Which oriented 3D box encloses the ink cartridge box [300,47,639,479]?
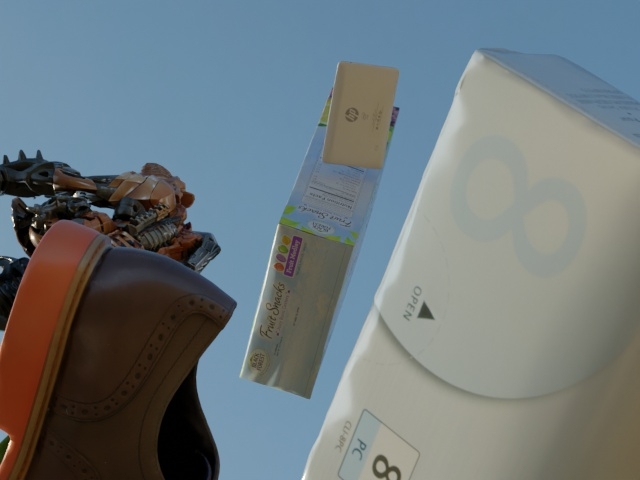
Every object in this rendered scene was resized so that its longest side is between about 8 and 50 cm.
[{"bbox_3d":[0.186,0.112,1.083,0.091,0.385,0.308,-3,-59,-48],"label":"ink cartridge box"}]

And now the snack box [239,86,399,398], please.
[{"bbox_3d":[0.000,0.000,1.646,0.070,0.207,0.174,16,-52,1],"label":"snack box"}]

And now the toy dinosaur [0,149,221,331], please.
[{"bbox_3d":[-0.175,0.009,1.510,0.218,0.322,0.164,-2,-92,13],"label":"toy dinosaur"}]

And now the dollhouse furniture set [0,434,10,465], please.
[{"bbox_3d":[-0.210,0.178,1.444,0.076,0.151,0.058,-44,-97,0],"label":"dollhouse furniture set"}]

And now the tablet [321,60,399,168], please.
[{"bbox_3d":[0.032,-0.100,1.561,0.054,0.006,0.083,6,-80,-23],"label":"tablet"}]

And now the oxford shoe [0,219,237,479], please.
[{"bbox_3d":[-0.104,0.126,0.884,0.098,0.097,0.271,17,-59,5],"label":"oxford shoe"}]
